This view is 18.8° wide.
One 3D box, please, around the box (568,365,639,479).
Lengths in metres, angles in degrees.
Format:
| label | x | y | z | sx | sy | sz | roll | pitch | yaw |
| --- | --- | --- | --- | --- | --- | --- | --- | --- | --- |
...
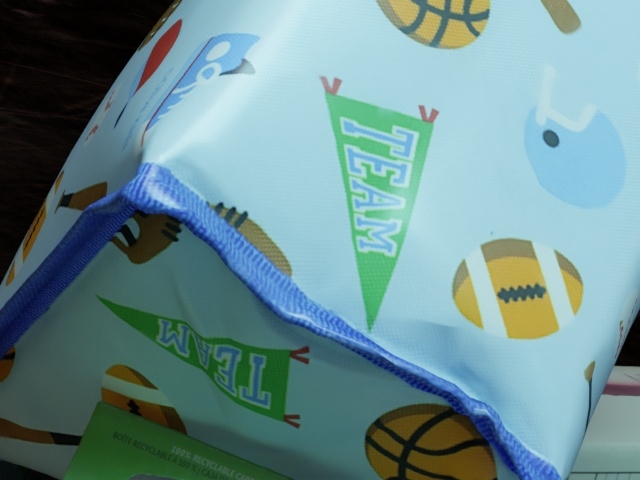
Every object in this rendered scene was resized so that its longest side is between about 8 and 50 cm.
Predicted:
| label | x | y | z | sx | sy | sz | roll | pitch | yaw |
| --- | --- | --- | --- | --- | --- | --- | --- | --- | --- |
| box | 0.131 | 0.152 | 1.033 | 0.232 | 0.148 | 0.127 | 6 | 16 | -36 |

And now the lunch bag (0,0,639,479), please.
| label | x | y | z | sx | sy | sz | roll | pitch | yaw |
| --- | --- | --- | --- | --- | --- | --- | --- | --- | --- |
| lunch bag | 0.000 | 0.000 | 0.867 | 0.239 | 0.385 | 0.328 | 40 | 55 | -9 |

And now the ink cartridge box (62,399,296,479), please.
| label | x | y | z | sx | sy | sz | roll | pitch | yaw |
| --- | --- | --- | --- | --- | --- | --- | --- | --- | --- |
| ink cartridge box | -0.080 | 0.159 | 0.645 | 0.109 | 0.209 | 0.062 | 19 | -14 | 18 |
